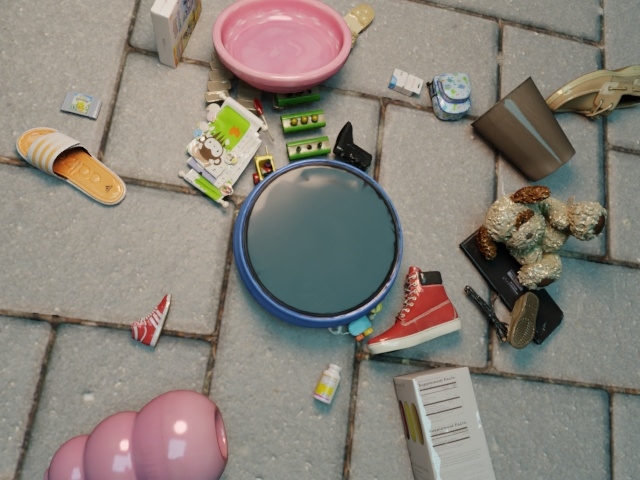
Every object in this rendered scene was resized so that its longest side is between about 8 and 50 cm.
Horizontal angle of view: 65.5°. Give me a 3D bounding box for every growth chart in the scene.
[{"bbox_3d":[-0.234,-0.217,1.175,0.172,0.021,0.237,29,90,8],"label":"growth chart"}]

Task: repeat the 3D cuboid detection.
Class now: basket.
[{"bbox_3d":[0.542,-0.280,1.304,0.204,0.154,0.227,-40,90,-14],"label":"basket"}]

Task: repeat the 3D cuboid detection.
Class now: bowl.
[{"bbox_3d":[0.000,0.000,1.120,0.391,0.077,0.391,1,79,-8],"label":"bowl"}]

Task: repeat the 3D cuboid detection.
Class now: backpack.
[{"bbox_3d":[0.348,-0.384,1.322,0.105,0.084,0.114,-6,81,-9],"label":"backpack"}]

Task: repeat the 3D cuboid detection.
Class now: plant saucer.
[{"bbox_3d":[-0.092,-0.473,1.212,0.332,0.084,0.332,2,57,-3],"label":"plant saucer"}]

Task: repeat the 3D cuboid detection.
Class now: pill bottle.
[{"bbox_3d":[0.019,0.321,1.118,0.043,0.043,0.083,26,74,-4],"label":"pill bottle"}]

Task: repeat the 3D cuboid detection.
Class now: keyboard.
[{"bbox_3d":[0.458,0.127,1.252,0.201,0.033,0.317,-35,84,-22],"label":"keyboard"}]

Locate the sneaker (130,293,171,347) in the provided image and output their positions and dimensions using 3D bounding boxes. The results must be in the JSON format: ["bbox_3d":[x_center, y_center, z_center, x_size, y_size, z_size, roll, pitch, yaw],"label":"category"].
[{"bbox_3d":[-0.370,0.166,1.083,0.067,0.042,0.118,19,77,-9],"label":"sneaker"}]

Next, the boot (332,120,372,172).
[{"bbox_3d":[0.087,-0.234,1.258,0.099,0.045,0.121,30,53,-16],"label":"boot"}]

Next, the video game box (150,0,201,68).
[{"bbox_3d":[-0.334,-0.540,1.170,0.048,0.205,0.187,22,75,-6],"label":"video game box"}]

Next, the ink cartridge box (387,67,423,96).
[{"bbox_3d":[0.229,-0.421,1.337,0.083,0.028,0.048,21,74,-5],"label":"ink cartridge box"}]

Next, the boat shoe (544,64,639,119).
[{"bbox_3d":[0.784,-0.403,1.387,0.341,0.121,0.110,-17,80,-15],"label":"boat shoe"}]

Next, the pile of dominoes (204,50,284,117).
[{"bbox_3d":[-0.184,-0.430,1.272,0.196,0.040,0.251,6,68,-9],"label":"pile of dominoes"}]

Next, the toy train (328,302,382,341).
[{"bbox_3d":[0.081,0.152,1.171,0.125,0.046,0.166,18,74,0],"label":"toy train"}]

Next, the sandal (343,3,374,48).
[{"bbox_3d":[0.066,-0.556,1.312,0.088,0.079,0.240,38,74,0],"label":"sandal"}]

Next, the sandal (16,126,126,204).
[{"bbox_3d":[-0.555,-0.179,1.111,0.265,0.076,0.102,31,73,-2],"label":"sandal"}]

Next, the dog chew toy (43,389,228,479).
[{"bbox_3d":[-0.353,0.414,0.954,0.332,0.206,0.207,-13,80,-6],"label":"dog chew toy"}]

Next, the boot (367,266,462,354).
[{"bbox_3d":[0.198,0.160,1.170,0.244,0.088,0.176,-16,80,-22],"label":"boot"}]

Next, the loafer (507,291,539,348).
[{"bbox_3d":[0.483,0.195,1.194,0.056,0.050,0.148,32,66,-2],"label":"loafer"}]

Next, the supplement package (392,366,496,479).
[{"bbox_3d":[0.266,0.411,1.094,0.134,0.139,0.244,-9,78,-13],"label":"supplement package"}]

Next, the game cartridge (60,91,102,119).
[{"bbox_3d":[-0.563,-0.321,1.175,0.083,0.017,0.056,12,71,-8],"label":"game cartridge"}]

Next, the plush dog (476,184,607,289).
[{"bbox_3d":[0.502,-0.041,1.204,0.225,0.262,0.210,18,33,-22],"label":"plush dog"}]

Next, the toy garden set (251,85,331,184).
[{"bbox_3d":[-0.078,-0.252,1.204,0.203,0.049,0.244,-12,92,-13],"label":"toy garden set"}]
